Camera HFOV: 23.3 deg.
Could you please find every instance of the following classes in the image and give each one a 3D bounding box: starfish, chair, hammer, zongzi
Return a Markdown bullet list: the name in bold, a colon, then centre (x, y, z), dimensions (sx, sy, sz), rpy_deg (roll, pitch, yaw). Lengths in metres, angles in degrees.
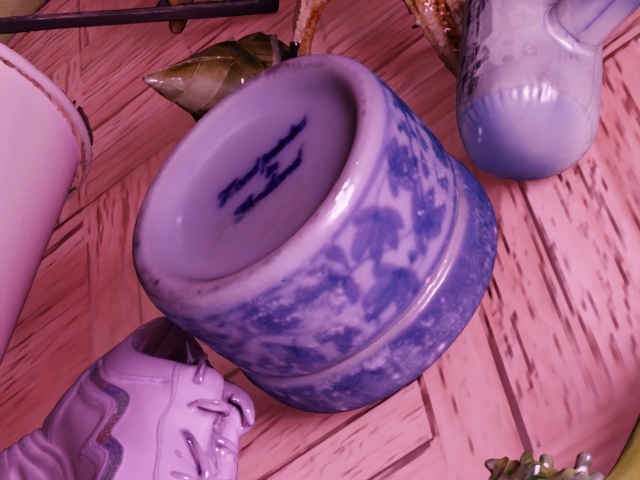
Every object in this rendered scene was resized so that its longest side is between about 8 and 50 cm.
- **starfish**: centre (0.048, -0.147, 0.857), dimensions (0.146, 0.074, 0.190), rpy_deg (-13, 45, 5)
- **chair**: centre (-0.093, -0.235, 1.047), dimensions (0.246, 0.172, 0.159), rpy_deg (8, 49, 0)
- **hammer**: centre (0.130, -0.116, 0.702), dimensions (0.194, 0.069, 0.116), rpy_deg (-47, 25, 45)
- **zongzi**: centre (-0.059, -0.098, 0.895), dimensions (0.055, 0.119, 0.109), rpy_deg (-65, 29, 19)

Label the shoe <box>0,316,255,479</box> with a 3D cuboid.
- **shoe**: centre (-0.074, 0.118, 0.712), dimensions (0.138, 0.095, 0.245), rpy_deg (-53, 28, -4)

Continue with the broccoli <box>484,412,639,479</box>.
- **broccoli**: centre (0.116, 0.086, 0.551), dimensions (0.118, 0.122, 0.204), rpy_deg (11, 48, 35)

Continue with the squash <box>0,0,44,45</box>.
- **squash**: centre (-0.299, -0.198, 1.264), dimensions (0.370, 0.118, 0.118), rpy_deg (-51, 34, -2)

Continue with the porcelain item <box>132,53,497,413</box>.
- **porcelain item**: centre (0.000, 0.000, 0.730), dimensions (0.147, 0.114, 0.147), rpy_deg (-27, 40, 26)

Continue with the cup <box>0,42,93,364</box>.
- **cup**: centre (-0.285, 0.029, 0.927), dimensions (0.253, 0.253, 0.274), rpy_deg (-16, 53, 38)
